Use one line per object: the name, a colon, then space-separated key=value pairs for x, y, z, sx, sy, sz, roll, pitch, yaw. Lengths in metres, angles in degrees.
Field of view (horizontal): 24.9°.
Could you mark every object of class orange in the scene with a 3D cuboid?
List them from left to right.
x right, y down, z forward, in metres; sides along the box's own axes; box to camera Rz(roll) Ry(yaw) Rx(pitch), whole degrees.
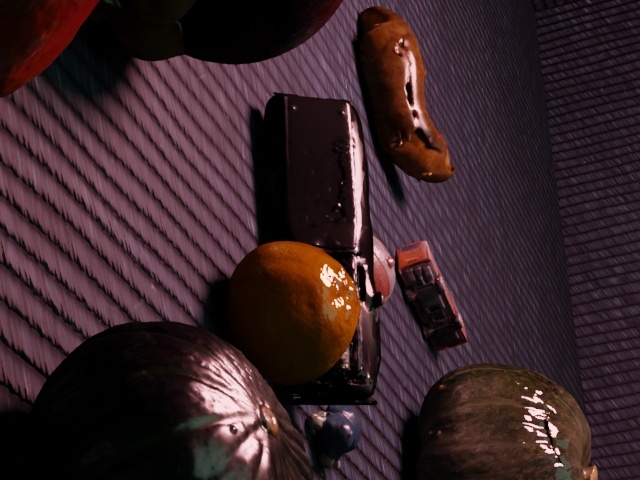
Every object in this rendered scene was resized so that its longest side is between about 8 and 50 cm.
orange: x=-0.027 y=0.076 z=1.562 sx=0.159 sy=0.136 sz=0.159 roll=52 pitch=29 yaw=-44

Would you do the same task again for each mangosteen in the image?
mangosteen: x=-0.104 y=-0.307 z=1.405 sx=0.311 sy=0.311 sz=0.311 roll=-13 pitch=90 yaw=-72

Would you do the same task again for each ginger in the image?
ginger: x=0.129 y=-0.234 z=2.312 sx=0.133 sy=0.107 sz=0.309 roll=-17 pitch=90 yaw=-58

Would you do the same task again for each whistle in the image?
whistle: x=0.025 y=0.062 z=1.788 sx=0.223 sy=0.123 sz=0.122 roll=-53 pitch=129 yaw=-49

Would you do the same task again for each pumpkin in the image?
pumpkin: x=-0.118 y=0.185 z=1.118 sx=0.250 sy=0.216 sz=0.250 roll=33 pitch=26 yaw=-18
pumpkin: x=0.268 y=0.343 z=2.086 sx=0.291 sy=0.258 sz=0.327 roll=55 pitch=33 yaw=-64

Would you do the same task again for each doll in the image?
doll: x=0.022 y=0.234 z=1.748 sx=0.083 sy=0.051 sz=0.076 roll=-38 pitch=118 yaw=-72

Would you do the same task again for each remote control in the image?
remote control: x=0.000 y=0.000 z=1.724 sx=0.062 sy=0.145 sz=0.398 roll=126 pitch=-37 yaw=-60

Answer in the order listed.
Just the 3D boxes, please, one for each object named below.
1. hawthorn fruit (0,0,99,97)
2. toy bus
hawthorn fruit: x=-0.221 y=-0.227 z=0.978 sx=0.242 sy=0.272 sz=0.241 roll=50 pitch=27 yaw=-37
toy bus: x=0.177 y=0.088 z=2.295 sx=0.077 sy=0.065 sz=0.192 roll=-93 pitch=161 yaw=-49
